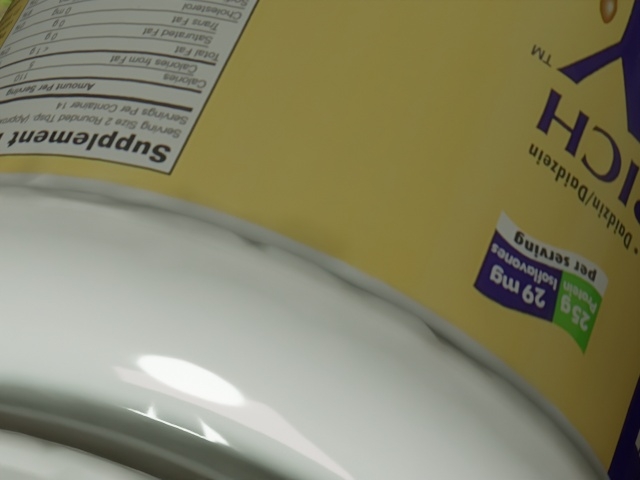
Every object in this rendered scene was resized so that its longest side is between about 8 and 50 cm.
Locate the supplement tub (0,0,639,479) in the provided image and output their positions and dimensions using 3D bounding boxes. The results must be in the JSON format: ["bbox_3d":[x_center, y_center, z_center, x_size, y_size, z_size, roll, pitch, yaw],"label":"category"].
[{"bbox_3d":[0.000,0.000,0.599,0.241,0.331,0.241,18,150,11],"label":"supplement tub"}]
